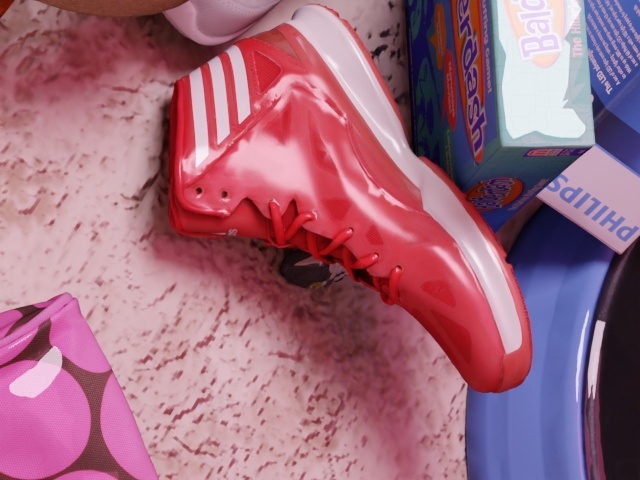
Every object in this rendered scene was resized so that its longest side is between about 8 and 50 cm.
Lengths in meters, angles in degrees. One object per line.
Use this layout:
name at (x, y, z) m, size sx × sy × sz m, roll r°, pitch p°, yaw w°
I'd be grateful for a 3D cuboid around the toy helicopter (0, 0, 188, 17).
toy helicopter at (-0.123, -0.269, 0.886) m, size 0.235 × 0.140 × 0.355 m, roll -10°, pitch 74°, yaw -33°

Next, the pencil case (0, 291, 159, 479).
pencil case at (-0.110, 0.133, 0.831) m, size 0.098 × 0.095 × 0.209 m, roll -25°, pitch 94°, yaw -23°

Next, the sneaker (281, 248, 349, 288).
sneaker at (0.011, -0.002, 0.996) m, size 0.083 × 0.031 × 0.035 m, roll -21°, pitch 66°, yaw -33°

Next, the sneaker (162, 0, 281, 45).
sneaker at (0.003, -0.212, 0.976) m, size 0.105 × 0.115 × 0.281 m, roll 48°, pitch 55°, yaw -20°

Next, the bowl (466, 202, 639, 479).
bowl at (0.255, 0.128, 1.126) m, size 0.391 × 0.077 × 0.391 m, roll 9°, pitch 75°, yaw -36°

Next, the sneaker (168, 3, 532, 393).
sneaker at (0.000, 0.000, 0.935) m, size 0.128 × 0.087 × 0.221 m, roll -27°, pitch 71°, yaw -18°

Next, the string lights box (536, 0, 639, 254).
string lights box at (0.205, -0.133, 1.010) m, size 0.077 × 0.259 × 0.133 m, roll 31°, pitch 24°, yaw -26°

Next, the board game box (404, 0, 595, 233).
board game box at (0.084, -0.099, 0.960) m, size 0.047 × 0.210 × 0.160 m, roll -1°, pitch 78°, yaw -8°
